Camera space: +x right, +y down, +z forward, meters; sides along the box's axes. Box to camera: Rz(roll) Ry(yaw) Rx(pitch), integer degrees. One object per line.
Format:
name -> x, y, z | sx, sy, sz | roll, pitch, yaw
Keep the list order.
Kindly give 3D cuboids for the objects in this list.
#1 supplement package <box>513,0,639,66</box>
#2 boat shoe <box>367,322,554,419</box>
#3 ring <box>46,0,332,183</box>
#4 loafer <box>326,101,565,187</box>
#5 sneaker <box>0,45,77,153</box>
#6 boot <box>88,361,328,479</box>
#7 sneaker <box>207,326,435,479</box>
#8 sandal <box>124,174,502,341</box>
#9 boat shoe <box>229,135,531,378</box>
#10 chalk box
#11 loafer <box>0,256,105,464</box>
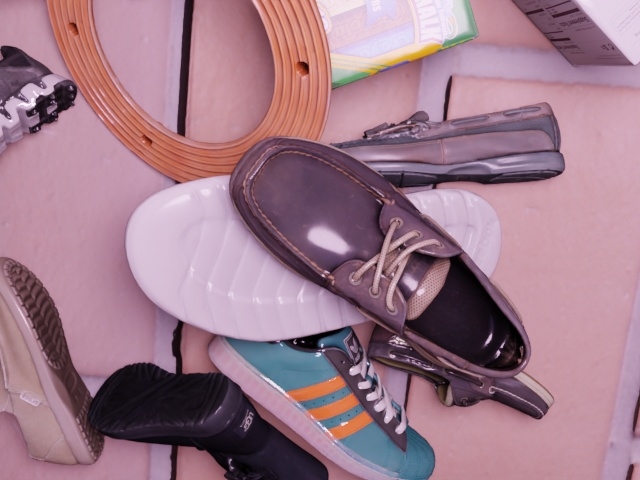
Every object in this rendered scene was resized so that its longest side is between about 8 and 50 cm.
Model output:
supplement package -> 0.314, -0.305, 0.738 | 0.262, 0.204, 0.145 | -44, 97, 10
boat shoe -> 0.155, 0.155, 0.902 | 0.223, 0.080, 0.073 | 29, 72, -2
ring -> -0.134, -0.197, 0.786 | 0.336, 0.032, 0.337 | 18, 133, 21
loafer -> 0.129, -0.104, 0.861 | 0.267, 0.096, 0.084 | -1, 83, -5
sneaker -> -0.379, -0.126, 0.834 | 0.106, 0.078, 0.234 | 44, 64, 4
boot -> -0.131, 0.238, 0.924 | 0.246, 0.094, 0.207 | -7, 133, 39
sneaker -> 0.023, 0.165, 0.905 | 0.302, 0.108, 0.121 | 35, 106, -5
sandal -> -0.002, 0.015, 0.852 | 0.415, 0.102, 0.170 | 2, 99, -20
boat shoe -> 0.077, 0.018, 0.753 | 0.355, 0.130, 0.132 | 33, 85, -24
chalk box -> 0.078, -0.246, 0.797 | 0.212, 0.132, 0.132 | -17, 101, 7
loafer -> -0.340, 0.151, 0.917 | 0.092, 0.102, 0.269 | -19, 102, 0
